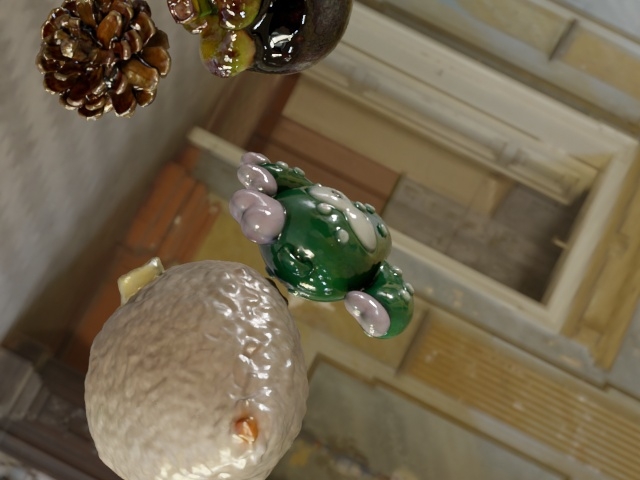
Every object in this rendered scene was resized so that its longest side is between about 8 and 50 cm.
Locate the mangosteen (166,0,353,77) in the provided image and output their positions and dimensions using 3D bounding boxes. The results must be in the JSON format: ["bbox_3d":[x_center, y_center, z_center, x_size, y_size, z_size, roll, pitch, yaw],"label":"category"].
[{"bbox_3d":[-0.097,-0.354,1.600,0.302,0.275,0.275,-31,155,-44],"label":"mangosteen"}]

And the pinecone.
[{"bbox_3d":[-0.291,-0.248,1.557,0.195,0.150,0.179,8,105,-59],"label":"pinecone"}]

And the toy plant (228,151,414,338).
[{"bbox_3d":[0.003,0.003,1.229,0.112,0.233,0.243,-50,-165,18],"label":"toy plant"}]

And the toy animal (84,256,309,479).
[{"bbox_3d":[-0.117,0.126,1.082,0.358,0.188,0.226,3,-103,63],"label":"toy animal"}]
